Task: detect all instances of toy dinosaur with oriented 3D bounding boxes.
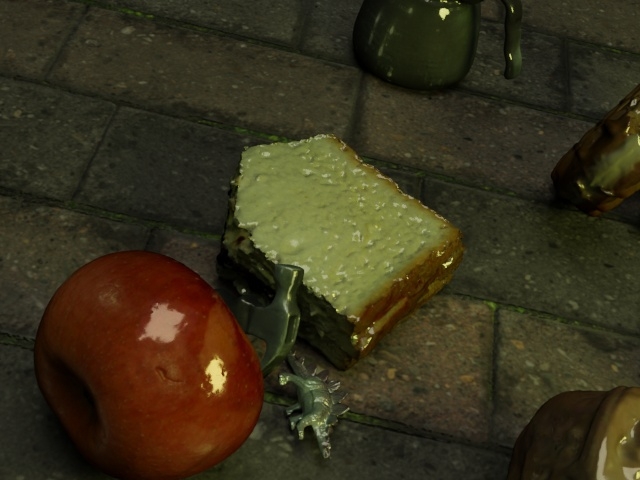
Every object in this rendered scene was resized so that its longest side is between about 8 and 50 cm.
[{"bbox_3d":[-0.014,0.186,1.301,0.082,0.039,0.209,-7,46,-20],"label":"toy dinosaur"}]

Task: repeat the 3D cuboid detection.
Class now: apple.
[{"bbox_3d":[-0.195,0.140,1.155,0.206,0.252,0.272,-29,71,-29],"label":"apple"}]

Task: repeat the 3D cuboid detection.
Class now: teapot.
[{"bbox_3d":[0.197,-0.402,1.763,0.223,0.285,0.305,-5,47,-18],"label":"teapot"}]

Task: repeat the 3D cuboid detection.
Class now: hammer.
[{"bbox_3d":[-0.129,0.086,1.325,0.226,0.159,0.041,16,7,28],"label":"hammer"}]

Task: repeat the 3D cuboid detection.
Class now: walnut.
[{"bbox_3d":[0.334,0.284,1.156,0.227,0.273,0.273,36,39,-22],"label":"walnut"}]

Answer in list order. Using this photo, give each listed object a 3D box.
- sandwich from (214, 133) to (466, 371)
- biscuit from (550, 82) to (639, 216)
[{"bbox_3d":[0.000,-0.001,1.429,0.325,0.131,0.262,37,50,18],"label":"sandwich"},{"bbox_3d":[0.487,-0.159,1.612,0.115,0.268,0.366,47,49,6],"label":"biscuit"}]
